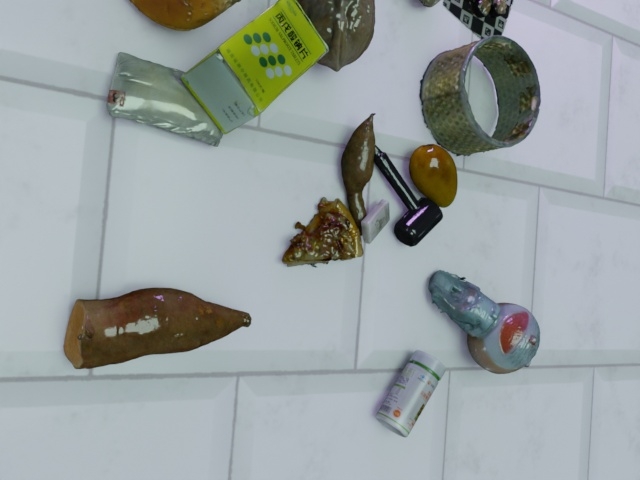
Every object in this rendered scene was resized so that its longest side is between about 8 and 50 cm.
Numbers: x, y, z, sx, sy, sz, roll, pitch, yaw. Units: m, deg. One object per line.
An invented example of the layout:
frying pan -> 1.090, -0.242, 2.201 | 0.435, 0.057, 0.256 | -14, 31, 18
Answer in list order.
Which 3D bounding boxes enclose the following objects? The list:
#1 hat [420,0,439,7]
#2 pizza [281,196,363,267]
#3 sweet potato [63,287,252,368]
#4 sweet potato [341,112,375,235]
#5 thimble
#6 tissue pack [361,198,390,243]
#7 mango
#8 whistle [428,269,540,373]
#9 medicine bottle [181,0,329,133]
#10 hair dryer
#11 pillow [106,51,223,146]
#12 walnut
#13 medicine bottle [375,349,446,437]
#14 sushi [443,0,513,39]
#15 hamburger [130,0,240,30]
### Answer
hat -> 0.241, -0.651, 1.449 | 0.147, 0.085, 0.175 | -42, 87, -12
pizza -> 0.001, 0.001, 1.296 | 0.194, 0.069, 0.154 | -30, 106, -29
sweet potato -> -0.277, 0.143, 1.101 | 0.336, 0.131, 0.131 | -6, 93, -31
sweet potato -> 0.079, -0.145, 1.346 | 0.074, 0.074, 0.270 | -2, 102, -31
thimble -> 0.389, -0.348, 1.480 | 0.270, 0.150, 0.271 | 0, 90, -31
tissue pack -> 0.124, -0.043, 1.367 | 0.108, 0.023, 0.056 | -47, 139, -43
mango -> 0.273, -0.156, 1.450 | 0.163, 0.089, 0.111 | 39, 83, -35
whistle -> 0.405, 0.197, 1.491 | 0.348, 0.189, 0.189 | 41, 70, -13
medicine bottle -> -0.119, -0.334, 1.161 | 0.137, 0.141, 0.250 | 51, 52, -19
hair dryer -> 0.177, -0.110, 1.407 | 0.114, 0.070, 0.248 | -43, 107, -24
pillow -> -0.277, -0.260, 1.142 | 0.229, 0.051, 0.128 | 12, 74, -32
walnut -> 0.028, -0.465, 1.263 | 0.178, 0.178, 0.230 | -6, 97, -31
medicine bottle -> 0.208, 0.351, 1.411 | 0.086, 0.086, 0.183 | 44, 70, -23
sushi -> 0.422, -0.621, 1.563 | 0.210, 0.040, 0.193 | 26, 77, -28
hamburger -> -0.235, -0.490, 1.066 | 0.163, 0.244, 0.244 | -48, 113, -33
